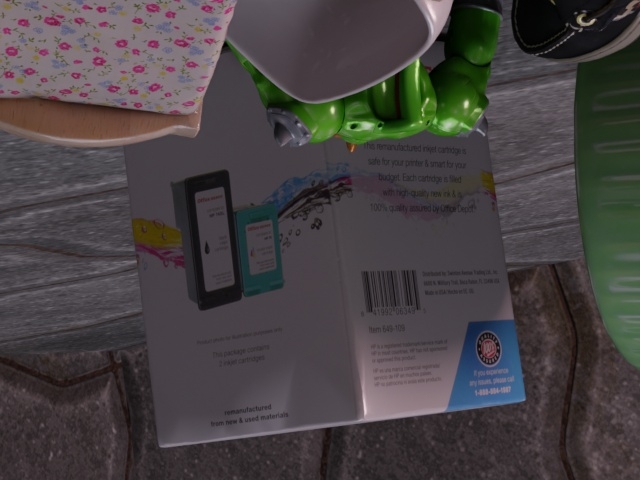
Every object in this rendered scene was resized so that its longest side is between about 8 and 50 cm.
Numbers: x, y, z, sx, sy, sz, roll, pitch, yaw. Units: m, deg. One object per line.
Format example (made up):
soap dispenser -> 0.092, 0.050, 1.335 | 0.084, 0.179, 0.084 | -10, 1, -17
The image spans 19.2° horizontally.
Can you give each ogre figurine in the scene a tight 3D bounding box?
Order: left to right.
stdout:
ogre figurine -> 0.027, -0.114, 1.106 | 0.197, 0.118, 0.097 | -1, 170, -44

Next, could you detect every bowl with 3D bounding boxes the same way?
bowl -> -0.007, -0.140, 0.898 | 0.053, 0.142, 0.142 | -50, -165, -29

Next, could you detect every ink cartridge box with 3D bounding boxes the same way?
ink cartridge box -> 0.000, 0.000, 1.375 | 0.197, 0.270, 0.198 | -12, 172, 39

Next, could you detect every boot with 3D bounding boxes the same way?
boot -> 0.104, -0.158, 0.990 | 0.179, 0.085, 0.236 | -3, 165, -21

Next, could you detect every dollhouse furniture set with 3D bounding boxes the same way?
dollhouse furniture set -> -0.148, -0.038, 0.841 | 0.356, 0.173, 0.303 | 9, 156, -11

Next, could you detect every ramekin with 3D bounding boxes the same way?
ramekin -> 0.269, -0.050, 1.225 | 0.148, 0.303, 0.303 | -3, 176, 24
